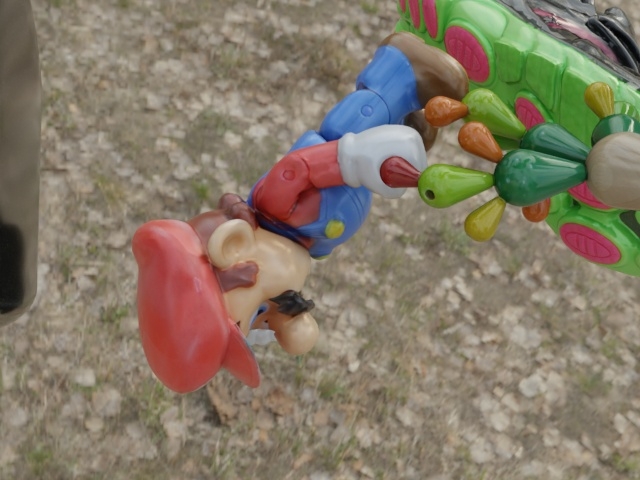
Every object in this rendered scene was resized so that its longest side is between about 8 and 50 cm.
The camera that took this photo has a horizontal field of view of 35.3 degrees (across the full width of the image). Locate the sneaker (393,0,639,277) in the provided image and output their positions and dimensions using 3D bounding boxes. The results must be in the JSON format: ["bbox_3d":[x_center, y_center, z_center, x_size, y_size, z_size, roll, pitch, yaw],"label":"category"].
[{"bbox_3d":[0.249,-0.150,0.958,0.202,0.185,0.482,-18,47,-18],"label":"sneaker"}]

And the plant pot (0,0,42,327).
[{"bbox_3d":[-0.210,-0.040,0.440,0.188,0.167,0.187,-3,78,4],"label":"plant pot"}]

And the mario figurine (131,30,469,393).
[{"bbox_3d":[0.000,0.000,0.770,0.170,0.198,0.320,29,67,37],"label":"mario figurine"}]

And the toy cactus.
[{"bbox_3d":[0.166,-0.046,0.674,0.219,0.112,0.180,-8,20,-38],"label":"toy cactus"}]
